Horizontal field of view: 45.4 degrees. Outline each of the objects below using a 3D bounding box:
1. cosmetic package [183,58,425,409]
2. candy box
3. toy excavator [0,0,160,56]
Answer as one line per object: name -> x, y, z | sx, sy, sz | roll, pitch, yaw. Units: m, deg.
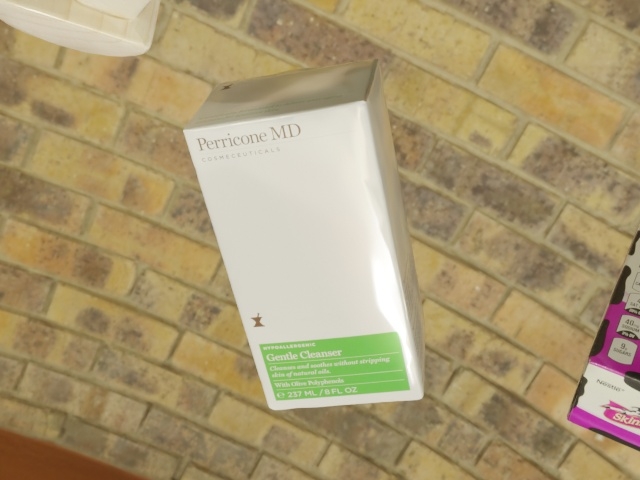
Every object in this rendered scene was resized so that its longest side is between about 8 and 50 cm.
cosmetic package -> 0.000, 0.000, 0.872 | 0.196, 0.366, 0.155 | -8, -151, 14
candy box -> 0.284, 0.049, 0.522 | 0.159, 0.071, 0.233 | 21, -131, 20
toy excavator -> -0.149, -0.217, 0.358 | 0.432, 0.223, 0.445 | 3, 168, 37
